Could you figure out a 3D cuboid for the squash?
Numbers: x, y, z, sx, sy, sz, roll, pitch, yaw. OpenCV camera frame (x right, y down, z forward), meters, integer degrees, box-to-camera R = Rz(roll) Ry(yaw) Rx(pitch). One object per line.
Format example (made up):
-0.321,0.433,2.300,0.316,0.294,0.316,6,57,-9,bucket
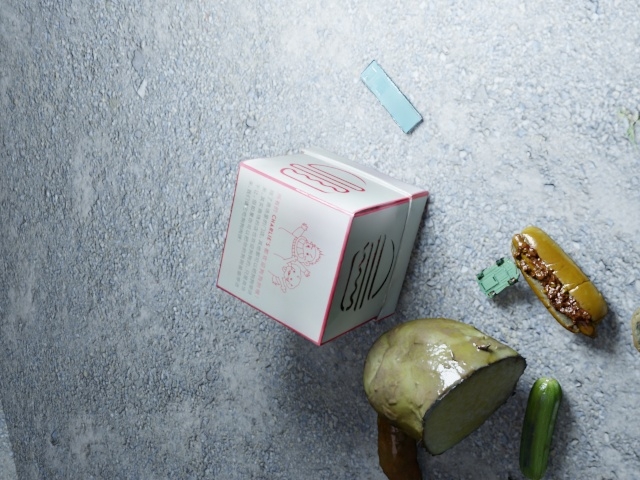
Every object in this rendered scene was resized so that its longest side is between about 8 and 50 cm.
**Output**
0.446,0.382,1.548,0.066,0.066,0.228,15,109,33,squash

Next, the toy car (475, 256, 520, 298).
0.361,0.072,1.536,0.059,0.035,0.122,60,143,13,toy car

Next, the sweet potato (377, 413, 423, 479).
0.177,0.452,1.737,0.106,0.095,0.354,-11,99,-4,sweet potato

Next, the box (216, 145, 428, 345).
0.000,0.000,1.636,0.312,0.300,0.314,27,115,30,box

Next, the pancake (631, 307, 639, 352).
0.643,0.170,1.381,0.152,0.025,0.151,10,106,35,pancake

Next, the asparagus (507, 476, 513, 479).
0.485,0.577,1.586,0.236,0.027,0.034,33,128,27,asparagus

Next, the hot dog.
0.457,0.082,1.464,0.102,0.076,0.249,-43,73,30,hot dog

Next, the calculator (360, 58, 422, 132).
0.150,-0.308,1.634,0.172,0.018,0.057,53,126,14,calculator

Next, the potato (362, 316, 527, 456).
0.233,0.264,1.579,0.237,0.289,0.300,52,158,36,potato
